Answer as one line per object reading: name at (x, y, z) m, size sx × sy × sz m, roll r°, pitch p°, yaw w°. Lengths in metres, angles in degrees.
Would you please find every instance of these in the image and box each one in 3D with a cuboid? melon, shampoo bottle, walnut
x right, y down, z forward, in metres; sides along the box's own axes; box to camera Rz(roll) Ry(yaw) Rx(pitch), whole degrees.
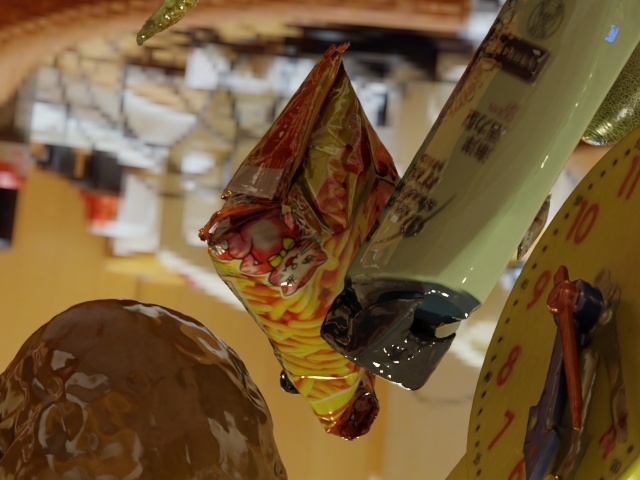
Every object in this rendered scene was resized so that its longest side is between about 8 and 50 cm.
melon at (0.273, -0.152, 1.707) m, size 0.099 × 0.162 × 0.099 m, roll 37°, pitch 168°, yaw 10°
shampoo bottle at (0.126, -0.063, 1.365) m, size 0.078 × 0.359 × 0.134 m, roll 30°, pitch -178°, yaw -28°
walnut at (-0.204, 0.245, 1.952) m, size 0.308 × 0.354 × 0.398 m, roll 22°, pitch -157°, yaw -26°

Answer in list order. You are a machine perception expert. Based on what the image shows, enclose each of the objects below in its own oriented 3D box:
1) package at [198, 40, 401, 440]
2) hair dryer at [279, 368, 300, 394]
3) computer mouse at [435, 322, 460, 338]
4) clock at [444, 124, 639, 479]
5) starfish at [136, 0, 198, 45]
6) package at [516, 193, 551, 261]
package at (0.003, -0.005, 1.567) m, size 0.108 × 0.223 × 0.288 m, roll 13°, pitch 149°, yaw 30°
hair dryer at (0.009, 0.131, 2.351) m, size 0.089 × 0.197 × 0.251 m, roll 24°, pitch -159°, yaw 17°
computer mouse at (0.040, 0.050, 1.955) m, size 0.159 × 0.097 × 0.288 m, roll -28°, pitch 143°, yaw 13°
clock at (0.160, 0.050, 1.119) m, size 0.071 × 0.293 × 0.277 m, roll 28°, pitch 175°, yaw -16°
starfish at (-0.076, -0.329, 1.800) m, size 0.078 × 0.358 × 0.347 m, roll 35°, pitch -149°, yaw 26°
package at (0.232, -0.015, 2.122) m, size 0.015 × 0.037 × 0.110 m, roll 18°, pitch -149°, yaw 15°
